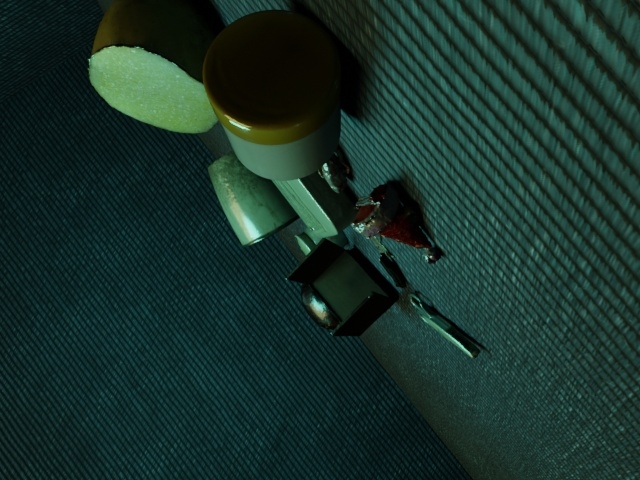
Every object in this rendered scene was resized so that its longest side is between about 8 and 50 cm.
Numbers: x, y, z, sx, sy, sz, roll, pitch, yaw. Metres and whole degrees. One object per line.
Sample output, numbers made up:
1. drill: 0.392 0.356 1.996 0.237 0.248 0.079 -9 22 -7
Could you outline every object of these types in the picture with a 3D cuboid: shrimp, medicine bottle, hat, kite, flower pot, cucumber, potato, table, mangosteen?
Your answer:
1. shrimp: 0.026 -0.188 1.302 0.190 0.074 0.073 54 -169 -48
2. medicine bottle: -0.079 -0.262 0.998 0.238 0.237 0.232 49 171 14
3. hat: 0.177 -0.029 1.141 0.227 0.129 0.140 36 150 -11
4. kite: 0.168 0.006 1.520 0.139 0.011 0.157 46 169 21
5. medicine bottle: 0.000 0.000 1.876 0.147 0.143 0.147 50 169 13
6. flower pot: -0.246 -0.180 1.965 0.330 0.293 0.293 59 169 -11
7. cucumber: 0.211 0.089 1.542 0.034 0.033 0.135 -11 127 35
8. potato: -0.435 -0.548 1.535 0.384 0.320 0.442 13 167 -12
9. table: 0.074 0.155 1.714 0.251 0.196 0.282 49 -171 22
10. mangosteen: 0.059 0.188 2.005 0.275 0.274 0.302 48 150 18

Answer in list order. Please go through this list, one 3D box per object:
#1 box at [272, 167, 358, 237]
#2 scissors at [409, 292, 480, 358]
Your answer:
1. box: -0.064 -0.187 1.595 0.396 0.111 0.396 53 171 -5
2. scissors: 0.341 0.240 1.467 0.138 0.041 0.289 56 173 -32
